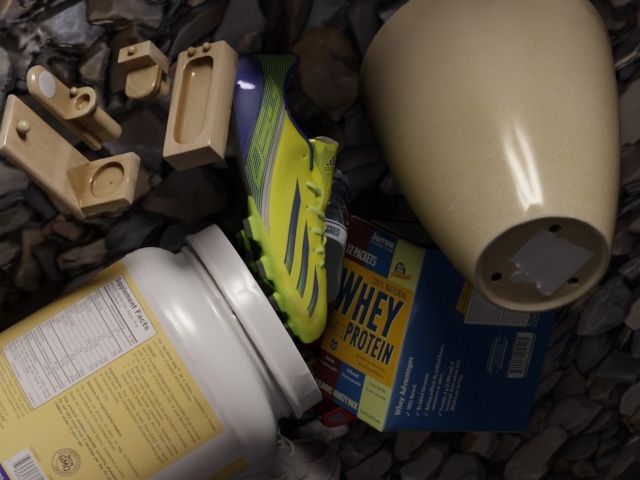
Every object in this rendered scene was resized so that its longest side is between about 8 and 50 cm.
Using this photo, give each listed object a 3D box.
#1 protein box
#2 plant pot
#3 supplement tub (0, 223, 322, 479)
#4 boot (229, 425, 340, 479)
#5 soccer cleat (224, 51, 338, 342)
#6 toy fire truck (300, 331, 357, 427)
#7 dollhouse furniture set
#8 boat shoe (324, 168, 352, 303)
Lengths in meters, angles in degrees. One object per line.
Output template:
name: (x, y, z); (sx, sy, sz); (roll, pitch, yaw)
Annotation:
protein box: (0.126, 0.090, 1.925); (0.201, 0.136, 0.199); (5, 103, -36)
plant pot: (0.183, -0.073, 1.709); (0.257, 0.274, 0.256); (-5, 134, -5)
supplement tub: (-0.190, 0.155, 1.740); (0.331, 0.241, 0.241); (-32, 137, -6)
boot: (-0.053, 0.234, 1.978); (0.258, 0.095, 0.123); (-25, 122, -60)
soccer cleat: (-0.027, -0.040, 1.716); (0.121, 0.093, 0.289); (-20, 107, -13)
toy fire truck: (-0.018, 0.146, 1.987); (0.135, 0.047, 0.192); (-23, 136, -14)
dollhouse furniture set: (-0.175, -0.122, 1.580); (0.151, 0.144, 0.123); (-12, 145, 28)
boat shoe: (0.000, 0.000, 1.861); (0.065, 0.083, 0.183); (13, 152, -5)
